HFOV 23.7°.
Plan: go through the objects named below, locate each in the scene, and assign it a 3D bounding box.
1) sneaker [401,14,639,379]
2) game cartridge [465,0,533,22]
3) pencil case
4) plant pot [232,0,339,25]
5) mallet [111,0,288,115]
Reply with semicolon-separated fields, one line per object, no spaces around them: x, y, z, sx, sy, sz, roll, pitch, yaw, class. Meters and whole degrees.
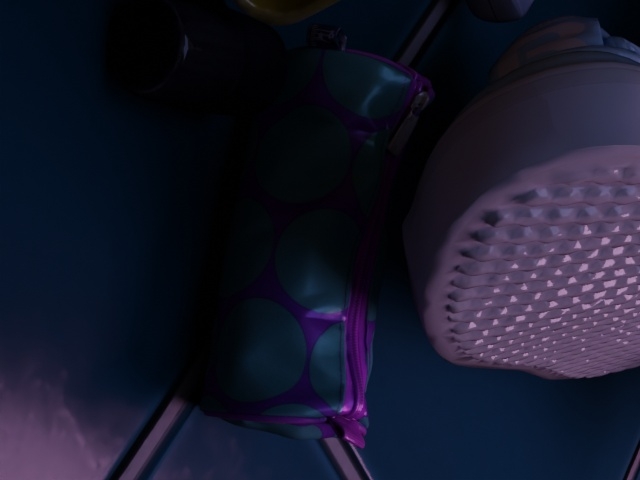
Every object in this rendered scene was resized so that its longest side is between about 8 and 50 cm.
0.097;-0.032;0.640;0.366;0.135;0.150;42;29;-72;sneaker
0.109;-0.272;0.734;0.198;0.062;0.297;58;47;-31;game cartridge
0.000;0.000;0.579;0.064;0.070;0.151;25;72;-52;pencil case
0.013;-0.232;0.465;0.212;0.212;0.187;42;43;-33;plant pot
-0.036;-0.137;0.556;0.062;0.039;0.189;18;73;-52;mallet
